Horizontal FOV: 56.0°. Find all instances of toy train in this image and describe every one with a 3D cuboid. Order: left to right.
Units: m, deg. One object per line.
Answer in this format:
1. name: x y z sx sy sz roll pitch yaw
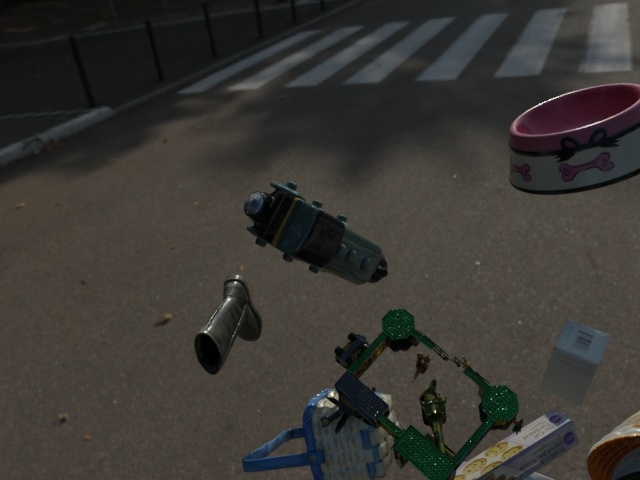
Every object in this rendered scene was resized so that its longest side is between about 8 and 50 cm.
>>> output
1. toy train: 0.000 0.000 1.181 0.190 0.142 0.334 30 1 43

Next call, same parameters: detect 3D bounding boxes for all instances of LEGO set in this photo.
1. LEGO set: 0.180 0.303 1.090 0.331 0.192 0.255 29 68 24

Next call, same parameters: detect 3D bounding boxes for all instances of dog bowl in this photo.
1. dog bowl: 0.682 -0.277 1.575 0.408 0.150 0.408 -20 21 8

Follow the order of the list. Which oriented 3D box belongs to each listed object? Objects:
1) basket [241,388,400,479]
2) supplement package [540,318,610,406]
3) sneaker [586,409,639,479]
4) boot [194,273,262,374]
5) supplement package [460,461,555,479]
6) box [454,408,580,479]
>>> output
1. basket: 0.010 0.421 1.253 0.289 0.201 0.255 -9 -4 21
2. supplement package: 0.623 0.301 1.477 0.105 0.179 0.105 22 49 26
3. sneaker: 0.466 0.230 0.763 0.262 0.099 0.121 -36 -13 29
4. boot: -0.183 0.193 1.226 0.076 0.190 0.208 -12 32 11
5. supplement package: 0.478 0.701 1.552 0.199 0.263 0.198 24 65 -8
6. box: 0.381 0.460 1.238 0.324 0.063 0.067 -26 13 -11
